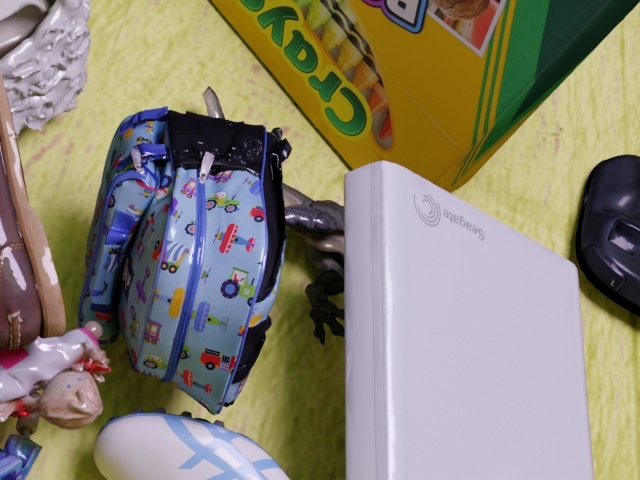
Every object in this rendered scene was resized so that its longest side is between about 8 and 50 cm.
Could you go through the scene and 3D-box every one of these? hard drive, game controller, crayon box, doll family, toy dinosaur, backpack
[{"bbox_3d":[0.105,0.147,0.961,0.233,0.047,0.353,26,53,-42],"label":"hard drive"},{"bbox_3d":[0.359,0.045,1.246,0.319,0.067,0.166,31,36,-9],"label":"game controller"},{"bbox_3d":[0.047,-0.245,1.083,0.106,0.313,0.363,-31,78,-43],"label":"crayon box"},{"bbox_3d":[-0.233,0.127,0.828,0.163,0.118,0.263,40,40,20],"label":"doll family"},{"bbox_3d":[0.000,0.000,1.063,0.268,0.064,0.118,37,34,-4],"label":"toy dinosaur"},{"bbox_3d":[-0.086,0.017,0.917,0.117,0.158,0.173,12,32,-12],"label":"backpack"}]

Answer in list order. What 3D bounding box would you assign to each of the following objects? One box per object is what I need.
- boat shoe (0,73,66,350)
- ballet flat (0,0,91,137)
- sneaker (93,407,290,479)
[{"bbox_3d":[-0.206,-0.033,0.847,0.073,0.073,0.207,-11,65,-17],"label":"boat shoe"},{"bbox_3d":[-0.315,-0.104,0.909,0.409,0.147,0.147,-27,76,-38],"label":"ballet flat"},{"bbox_3d":[-0.042,0.190,0.895,0.237,0.085,0.086,38,31,-3],"label":"sneaker"}]
